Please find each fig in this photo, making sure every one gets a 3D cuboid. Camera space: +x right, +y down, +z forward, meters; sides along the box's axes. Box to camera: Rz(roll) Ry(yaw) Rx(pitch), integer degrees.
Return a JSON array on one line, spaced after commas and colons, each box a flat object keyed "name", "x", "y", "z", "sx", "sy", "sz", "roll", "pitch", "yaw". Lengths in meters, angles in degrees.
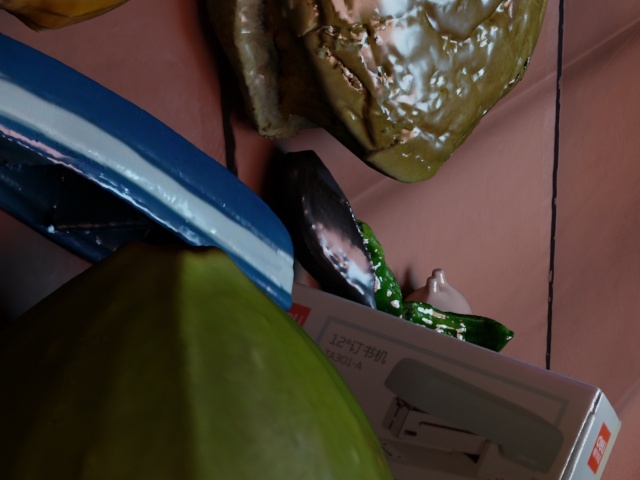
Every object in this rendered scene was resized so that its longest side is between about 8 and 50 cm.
[{"name": "fig", "x": -0.092, "y": 0.156, "z": 0.652, "sx": 0.316, "sy": 0.316, "sz": 0.316, "roll": -27, "pitch": 124, "yaw": -48}]

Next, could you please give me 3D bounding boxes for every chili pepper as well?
[{"name": "chili pepper", "x": 0.067, "y": 0.052, "z": 1.002, "sx": 0.182, "sy": 0.050, "sz": 0.073, "roll": 32, "pitch": 110, "yaw": -27}]

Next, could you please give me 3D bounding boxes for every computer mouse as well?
[{"name": "computer mouse", "x": 0.000, "y": 0.000, "z": 0.905, "sx": 0.047, "sy": 0.079, "sz": 0.135, "roll": -29, "pitch": 109, "yaw": -10}]

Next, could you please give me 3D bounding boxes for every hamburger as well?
[{"name": "hamburger", "x": 0.059, "y": -0.183, "z": 0.867, "sx": 0.285, "sy": 0.134, "sz": 0.266, "roll": -54, "pitch": 143, "yaw": -32}]

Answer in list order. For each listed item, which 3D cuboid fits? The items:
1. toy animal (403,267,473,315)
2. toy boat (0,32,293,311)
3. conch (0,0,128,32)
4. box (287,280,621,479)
[{"name": "toy animal", "x": 0.101, "y": 0.096, "z": 1.102, "sx": 0.083, "sy": 0.089, "sz": 0.150, "roll": -10, "pitch": 118, "yaw": -22}, {"name": "toy boat", "x": -0.115, "y": -0.032, "z": 0.712, "sx": 0.299, "sy": 0.096, "sz": 0.062, "roll": 38, "pitch": 60, "yaw": -51}, {"name": "conch", "x": -0.106, "y": -0.170, "z": 0.641, "sx": 0.330, "sy": 0.093, "sz": 0.109, "roll": -27, "pitch": 116, "yaw": -36}, {"name": "box", "x": 0.053, "y": 0.129, "z": 0.861, "sx": 0.135, "sy": 0.269, "sz": 0.079, "roll": -63, "pitch": 149, "yaw": -14}]
